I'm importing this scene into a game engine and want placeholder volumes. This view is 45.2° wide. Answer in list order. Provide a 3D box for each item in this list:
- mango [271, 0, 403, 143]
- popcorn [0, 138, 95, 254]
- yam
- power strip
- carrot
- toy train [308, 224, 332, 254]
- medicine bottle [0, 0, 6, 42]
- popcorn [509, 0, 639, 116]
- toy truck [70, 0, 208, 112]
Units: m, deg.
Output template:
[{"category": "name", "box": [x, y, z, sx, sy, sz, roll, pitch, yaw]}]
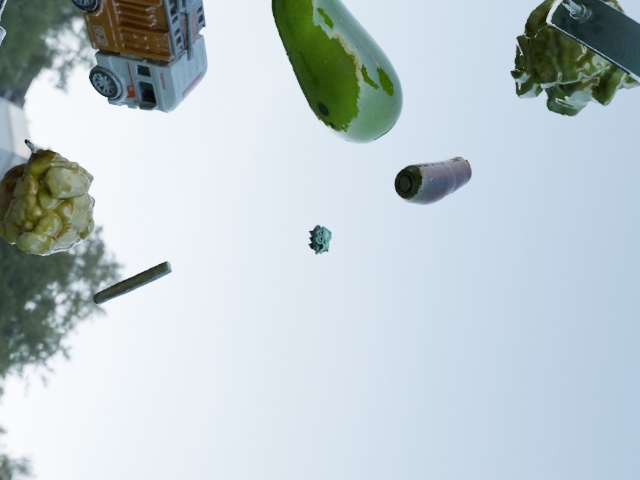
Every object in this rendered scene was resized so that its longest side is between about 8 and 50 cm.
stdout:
[{"category": "mango", "box": [0.020, -0.273, 1.159, 0.143, 0.293, 0.175, -33, -147, 5]}, {"category": "popcorn", "box": [-0.413, -0.049, 1.177, 0.194, 0.140, 0.163, -28, -108, 42]}, {"category": "yam", "box": [-0.260, 0.060, 1.066, 0.116, 0.021, 0.021, -25, -138, -3]}, {"category": "power strip", "box": [0.376, -0.226, 0.920, 0.054, 0.253, 0.167, -57, -160, 18]}, {"category": "carrot", "box": [0.224, -0.115, 1.504, 0.087, 0.193, 0.087, 11, -74, 43]}, {"category": "toy train", "box": [0.000, 0.000, 1.783, 0.033, 0.053, 0.083, -37, -147, 30]}, {"category": "medicine bottle", "box": [-0.485, -0.398, 1.055, 0.242, 0.243, 0.395, 30, -77, 55]}, {"category": "popcorn", "box": [0.391, -0.279, 1.168, 0.185, 0.187, 0.167, 1, -113, 48]}, {"category": "toy truck", "box": [-0.311, -0.413, 1.367, 0.207, 0.387, 0.173, 17, -130, 16]}]
